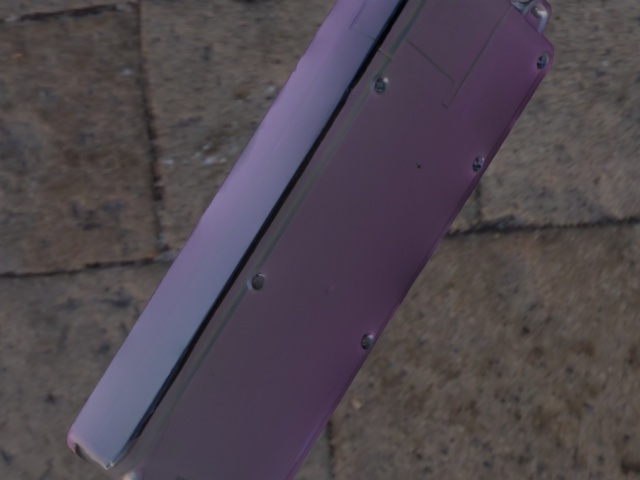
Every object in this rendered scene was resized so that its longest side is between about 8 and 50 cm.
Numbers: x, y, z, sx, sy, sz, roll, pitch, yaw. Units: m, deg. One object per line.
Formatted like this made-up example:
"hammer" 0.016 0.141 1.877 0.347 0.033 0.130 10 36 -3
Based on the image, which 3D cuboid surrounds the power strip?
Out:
"power strip" 0.000 0.000 0.648 0.037 0.109 0.279 32 90 40
